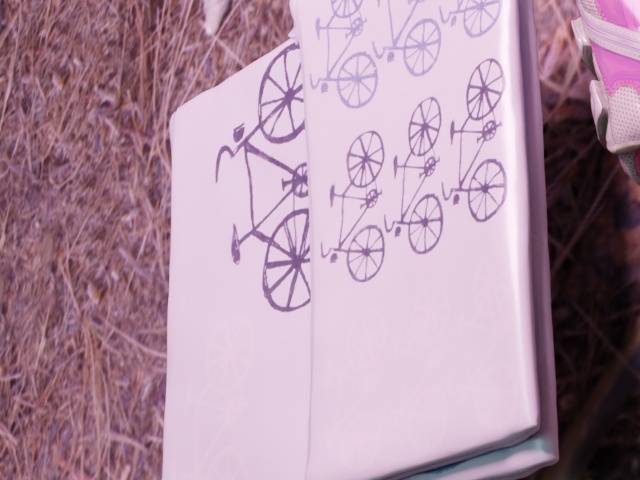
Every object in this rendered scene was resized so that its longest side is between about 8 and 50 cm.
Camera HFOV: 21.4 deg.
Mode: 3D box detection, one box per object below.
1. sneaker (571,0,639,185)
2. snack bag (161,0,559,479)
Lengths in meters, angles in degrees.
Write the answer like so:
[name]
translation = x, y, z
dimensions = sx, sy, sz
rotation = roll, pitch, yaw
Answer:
[sneaker]
translation = 0.172, -0.090, 0.858
dimensions = 0.111, 0.103, 0.252
rotation = -59, 37, 20
[snack bag]
translation = 0.000, 0.000, 0.962
dimensions = 0.342, 0.037, 0.323
rotation = -25, 59, 47
